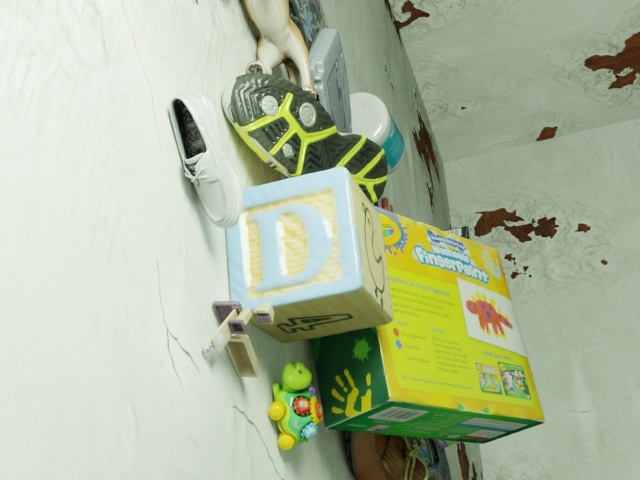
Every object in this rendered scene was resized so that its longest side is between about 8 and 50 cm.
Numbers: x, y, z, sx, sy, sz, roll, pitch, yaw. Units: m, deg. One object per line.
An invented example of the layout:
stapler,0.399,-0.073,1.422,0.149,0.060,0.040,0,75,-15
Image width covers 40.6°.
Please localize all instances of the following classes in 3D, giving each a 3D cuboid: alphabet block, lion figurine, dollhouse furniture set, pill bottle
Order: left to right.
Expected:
dollhouse furniture set,-0.100,0.147,1.106,0.081,0.091,0.114,-56,137,-49
lion figurine,-0.089,-0.420,1.539,0.240,0.142,0.392,-95,180,-55
alphabet block,-0.014,0.029,1.279,0.197,0.193,0.192,45,37,-65
pill bottle,0.123,-0.245,2.114,0.264,0.146,0.146,42,38,-65

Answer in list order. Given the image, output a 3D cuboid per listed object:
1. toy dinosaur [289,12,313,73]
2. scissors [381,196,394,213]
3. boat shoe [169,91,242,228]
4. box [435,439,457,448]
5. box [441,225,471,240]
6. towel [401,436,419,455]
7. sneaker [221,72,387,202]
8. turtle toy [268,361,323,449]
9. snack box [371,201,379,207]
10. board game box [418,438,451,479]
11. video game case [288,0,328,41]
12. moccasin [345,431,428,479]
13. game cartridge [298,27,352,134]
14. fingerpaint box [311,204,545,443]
toy dinosaur,-0.055,-0.407,1.752,0.118,0.064,0.268,-59,132,-60
scissors,0.204,0.005,2.468,0.109,0.021,0.297,62,20,-52
boat shoe,-0.153,-0.104,1.125,0.063,0.066,0.184,-15,95,-62
box,0.315,0.381,2.276,0.213,0.117,0.243,54,19,-12
box,0.276,0.077,2.231,0.163,0.247,0.142,-72,149,-63
towel,0.164,0.349,1.836,0.312,0.056,0.324,-97,-179,-63
sneaker,-0.043,-0.154,1.465,0.384,0.147,0.145,32,68,-47
turtle toy,-0.034,0.242,1.279,0.095,0.066,0.130,-57,133,-70
snack box,0.115,0.034,2.028,0.187,0.060,0.322,26,53,-71
board game box,0.285,0.572,2.239,0.194,0.060,0.194,-21,98,-76
video game case,-0.035,-0.518,1.956,0.275,0.035,0.248,-78,152,-58
moccasin,0.143,0.437,1.630,0.139,0.147,0.380,-67,143,-62
game cartridge,0.016,-0.270,1.772,0.196,0.060,0.294,-65,154,-46
fingerpaint box,0.181,0.162,1.585,0.444,0.163,0.371,16,54,-42
